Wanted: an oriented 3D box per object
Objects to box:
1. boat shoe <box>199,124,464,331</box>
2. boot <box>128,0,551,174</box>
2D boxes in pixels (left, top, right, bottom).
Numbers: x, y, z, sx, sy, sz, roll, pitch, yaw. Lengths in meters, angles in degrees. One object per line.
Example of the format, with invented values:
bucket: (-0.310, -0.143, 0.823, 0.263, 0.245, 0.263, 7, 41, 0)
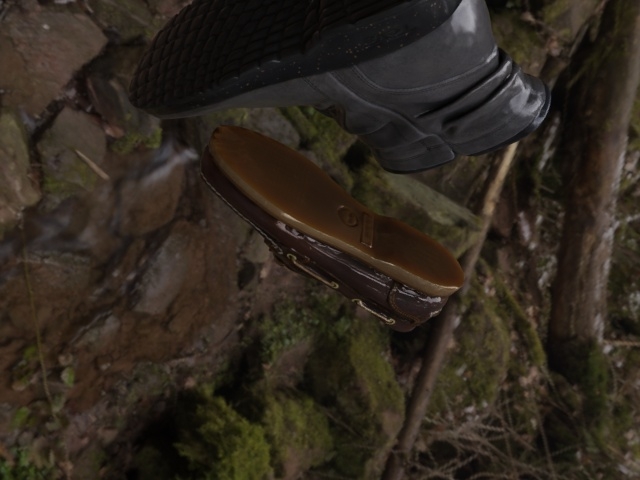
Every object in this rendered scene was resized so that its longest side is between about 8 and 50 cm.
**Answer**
boat shoe: (0.000, 0.000, 0.475, 0.073, 0.207, 0.073, -49, -169, 37)
boot: (0.009, -0.124, 0.595, 0.223, 0.338, 0.118, 37, 58, -48)
